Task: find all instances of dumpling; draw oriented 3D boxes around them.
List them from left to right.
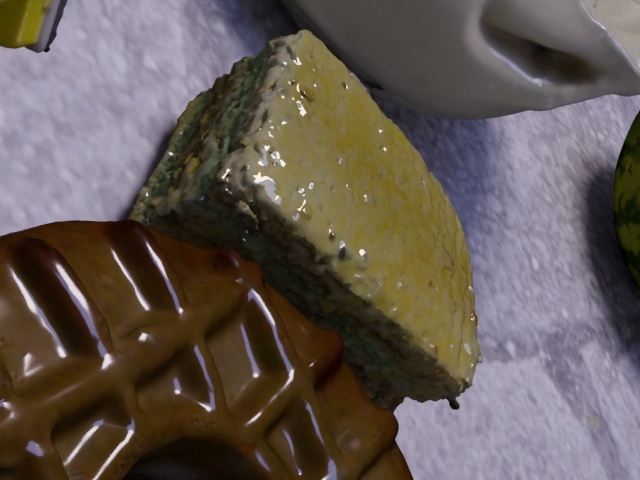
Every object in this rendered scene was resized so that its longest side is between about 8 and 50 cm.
[{"bbox_3d":[0.079,-0.231,0.786,0.395,0.233,0.315,33,20,2],"label":"dumpling"}]

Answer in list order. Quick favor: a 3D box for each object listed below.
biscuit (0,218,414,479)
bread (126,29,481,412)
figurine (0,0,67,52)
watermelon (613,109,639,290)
[{"bbox_3d":[-0.069,0.144,0.430,0.332,0.103,0.332,31,46,-38],"label":"biscuit"},{"bbox_3d":[0.000,0.000,0.607,0.196,0.102,0.138,42,43,-30],"label":"bread"},{"bbox_3d":[-0.219,-0.126,0.380,0.308,0.143,0.308,29,48,-39],"label":"figurine"},{"bbox_3d":[0.398,-0.039,0.961,0.285,0.285,0.285,29,47,-37],"label":"watermelon"}]
